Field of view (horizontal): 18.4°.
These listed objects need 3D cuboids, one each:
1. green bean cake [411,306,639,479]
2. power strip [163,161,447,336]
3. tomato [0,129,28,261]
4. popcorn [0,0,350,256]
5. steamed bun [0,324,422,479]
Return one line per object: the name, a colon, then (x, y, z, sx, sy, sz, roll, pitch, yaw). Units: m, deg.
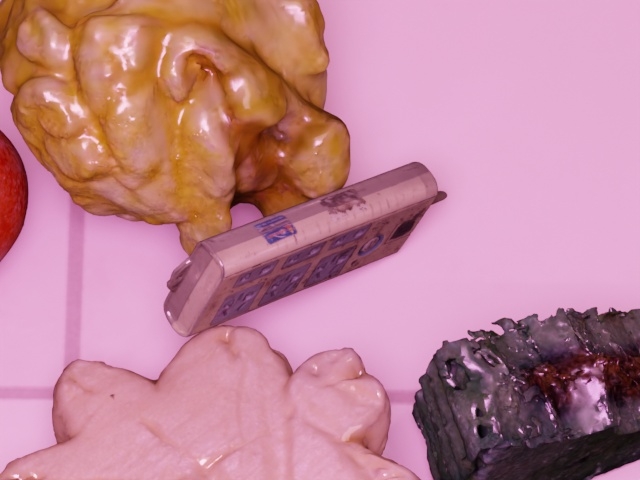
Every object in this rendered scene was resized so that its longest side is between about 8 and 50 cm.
green bean cake: (0.175, 0.110, 1.416, 0.208, 0.193, 0.107, -16, 66, -12)
power strip: (0.000, 0.000, 1.457, 0.268, 0.092, 0.034, -21, 65, -39)
tomato: (-0.294, -0.039, 1.462, 0.167, 0.167, 0.167, 1, 69, -4)
popcorn: (-0.114, -0.114, 1.459, 0.250, 0.235, 0.241, -7, 53, -20)
steamed bun: (-0.084, 0.195, 1.381, 0.292, 0.137, 0.295, 27, 55, 26)
